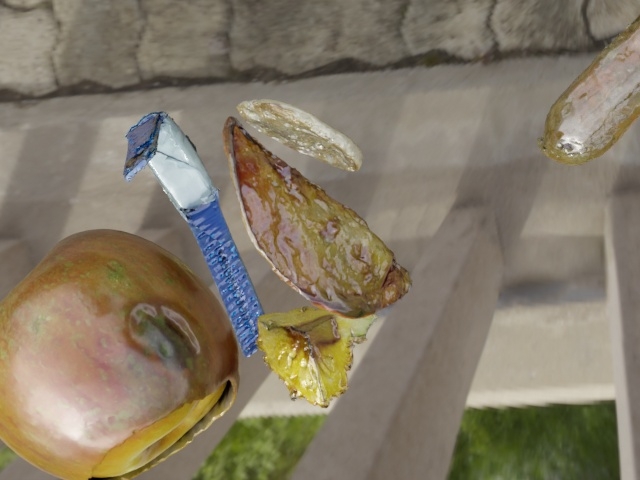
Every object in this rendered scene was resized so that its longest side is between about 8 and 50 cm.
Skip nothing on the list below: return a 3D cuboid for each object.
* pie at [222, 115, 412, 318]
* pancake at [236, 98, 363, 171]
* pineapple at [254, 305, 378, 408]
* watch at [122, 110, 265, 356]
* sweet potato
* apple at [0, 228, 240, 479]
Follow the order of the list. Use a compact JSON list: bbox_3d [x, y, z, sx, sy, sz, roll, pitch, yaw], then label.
[{"bbox_3d":[-0.002,0.001,0.989,0.191,0.088,0.033,40,138,-25],"label":"pie"},{"bbox_3d":[-0.020,-0.108,1.458,0.139,0.139,0.022,24,83,5],"label":"pancake"},{"bbox_3d":[0.004,0.085,1.329,0.114,0.114,0.077,42,150,30],"label":"pineapple"},{"bbox_3d":[-0.146,-0.024,1.765,0.068,0.274,0.276,-31,109,2],"label":"watch"},{"bbox_3d":[0.300,-0.177,1.340,0.075,0.075,0.273,36,112,2],"label":"sweet potato"},{"bbox_3d":[-0.176,0.103,1.238,0.207,0.237,0.237,38,105,0],"label":"apple"}]
